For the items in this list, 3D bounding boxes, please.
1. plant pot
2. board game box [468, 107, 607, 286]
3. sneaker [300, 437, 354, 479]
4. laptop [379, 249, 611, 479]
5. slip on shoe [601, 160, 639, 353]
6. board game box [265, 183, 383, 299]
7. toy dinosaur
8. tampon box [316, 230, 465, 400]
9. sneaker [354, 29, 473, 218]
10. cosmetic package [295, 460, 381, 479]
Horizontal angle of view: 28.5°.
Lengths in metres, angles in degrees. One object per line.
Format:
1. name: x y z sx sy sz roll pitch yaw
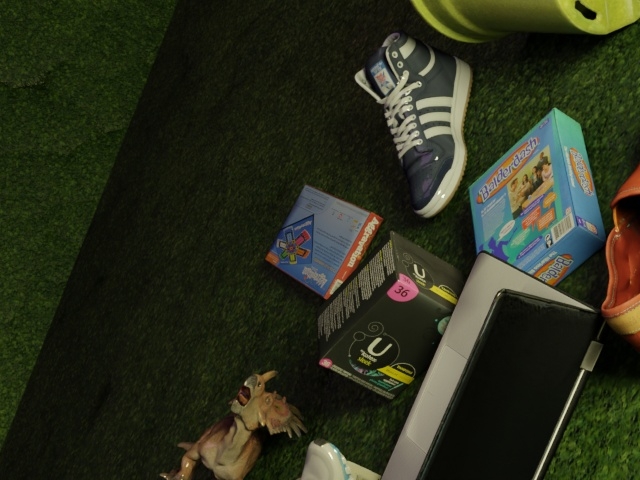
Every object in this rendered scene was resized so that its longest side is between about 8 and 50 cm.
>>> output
1. plant pot: 0.276 -0.361 1.550 0.276 0.276 0.254 -61 34 1
2. board game box: 0.247 -0.031 1.466 0.160 0.047 0.210 -45 29 35
3. sneaker: -0.011 0.324 1.459 0.071 0.082 0.191 16 109 51
4. laptop: 0.094 0.199 1.230 0.382 0.236 0.408 -67 25 5
5. slip on shoe: 0.339 -0.039 1.224 0.123 0.101 0.331 -30 37 53
6. board game box: 0.000 0.000 1.961 0.145 0.027 0.281 -60 23 0
7. toy dinosaur: -0.116 0.282 1.781 0.200 0.127 0.295 -59 10 -12
8. tampon box: 0.088 0.094 1.556 0.161 0.120 0.101 -48 26 29
9. sneaker: 0.121 -0.169 1.741 0.099 0.153 0.282 -36 34 46
10. cosmetic package: 0.020 0.308 1.538 0.115 0.060 0.041 -33 36 50
